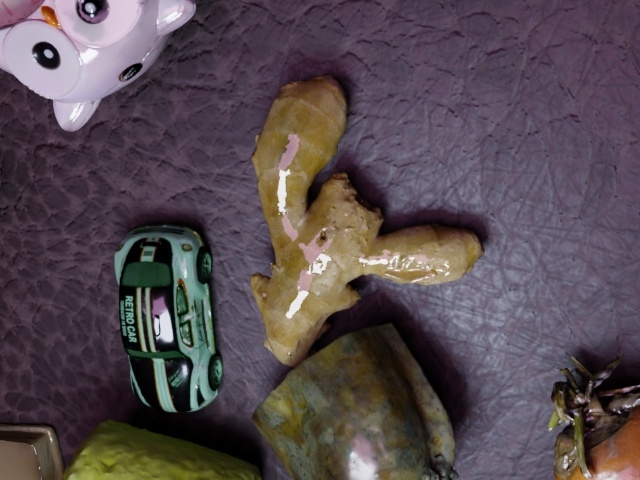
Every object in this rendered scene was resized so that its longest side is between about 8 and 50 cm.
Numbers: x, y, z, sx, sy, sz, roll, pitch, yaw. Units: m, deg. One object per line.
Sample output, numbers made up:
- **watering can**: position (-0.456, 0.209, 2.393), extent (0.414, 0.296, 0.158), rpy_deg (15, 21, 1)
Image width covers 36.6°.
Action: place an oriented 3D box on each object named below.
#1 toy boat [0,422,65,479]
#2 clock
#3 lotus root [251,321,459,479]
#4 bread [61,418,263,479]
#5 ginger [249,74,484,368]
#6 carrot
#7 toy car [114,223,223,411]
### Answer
- **toy boat**: position (-0.537, 0.375, 1.645), extent (0.188, 0.061, 0.116), rpy_deg (-4, 104, 17)
- **clock**: position (-0.353, -0.368, 1.300), extent (0.368, 0.250, 0.376), rpy_deg (-40, 85, 20)
- **lotus root**: position (0.043, 0.298, 1.358), extent (0.267, 0.149, 0.260), rpy_deg (-46, 64, 33)
- **bread**: position (-0.252, 0.464, 1.449), extent (0.308, 0.348, 0.348), rpy_deg (13, 107, 7)
- **ginger**: position (-0.011, -0.006, 1.372), extent (0.348, 0.122, 0.363), rpy_deg (-41, 101, 12)
- **carrot**: position (0.425, 0.313, 1.293), extent (0.331, 0.193, 0.214), rpy_deg (45, 152, 4)
- **toy car**: position (-0.238, 0.130, 1.466), extent (0.136, 0.125, 0.305), rpy_deg (0, 103, 15)
